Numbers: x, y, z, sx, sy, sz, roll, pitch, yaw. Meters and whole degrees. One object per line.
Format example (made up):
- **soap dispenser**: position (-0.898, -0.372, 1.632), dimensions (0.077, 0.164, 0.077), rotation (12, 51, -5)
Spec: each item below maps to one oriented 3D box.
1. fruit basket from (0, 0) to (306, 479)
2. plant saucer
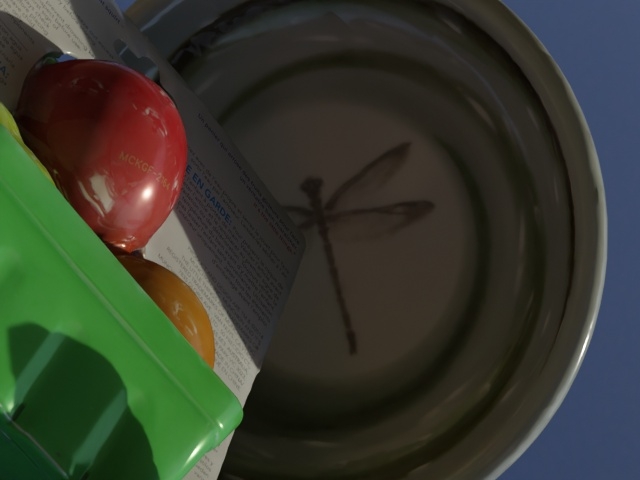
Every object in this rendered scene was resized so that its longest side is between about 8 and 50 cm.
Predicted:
- **fruit basket**: position (-0.152, 0.000, 1.033), dimensions (0.165, 0.327, 0.353), rotation (-24, -151, 28)
- **plant saucer**: position (0.000, 0.000, 1.231), dimensions (0.401, 0.100, 0.400), rotation (-1, -92, 18)
